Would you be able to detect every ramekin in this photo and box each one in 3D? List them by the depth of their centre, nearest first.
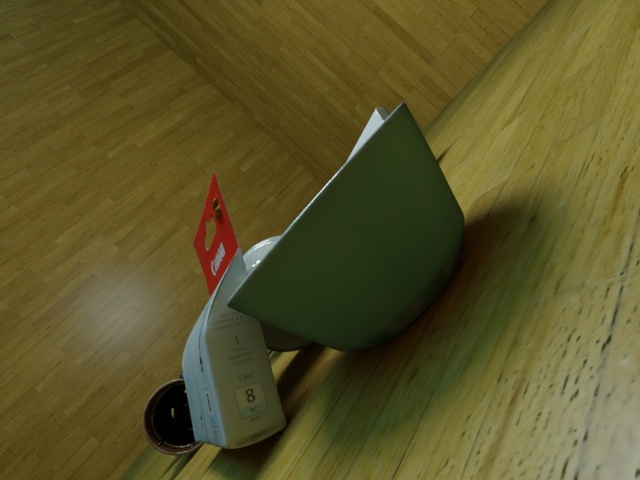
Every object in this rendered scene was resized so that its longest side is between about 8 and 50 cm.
[{"bbox_3d":[-0.064,0.102,0.742,0.207,0.207,0.109,-48,12,9],"label":"ramekin"}]

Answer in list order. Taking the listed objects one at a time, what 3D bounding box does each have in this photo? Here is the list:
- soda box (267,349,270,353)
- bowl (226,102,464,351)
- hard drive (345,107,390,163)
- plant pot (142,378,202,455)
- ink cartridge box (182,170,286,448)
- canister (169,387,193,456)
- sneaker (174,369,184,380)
[{"bbox_3d":[-0.163,0.260,1.169,0.286,0.098,0.091,-50,1,-34],"label":"soda box"},{"bbox_3d":[0.050,0.010,0.495,0.311,0.163,0.311,-49,2,2],"label":"bowl"},{"bbox_3d":[0.151,-0.192,1.175,0.040,0.203,0.307,-12,-27,-30],"label":"hard drive"},{"bbox_3d":[-0.339,0.434,1.030,0.167,0.167,0.165,-49,-6,-17],"label":"plant pot"},{"bbox_3d":[-0.190,0.129,0.679,0.091,0.385,0.308,-11,-18,-27],"label":"ink cartridge box"},{"bbox_3d":[-0.380,0.491,1.137,0.170,0.126,0.073,-52,-1,-16],"label":"canister"},{"bbox_3d":[-0.401,0.480,1.317,0.099,0.153,0.282,-49,2,-8],"label":"sneaker"}]
